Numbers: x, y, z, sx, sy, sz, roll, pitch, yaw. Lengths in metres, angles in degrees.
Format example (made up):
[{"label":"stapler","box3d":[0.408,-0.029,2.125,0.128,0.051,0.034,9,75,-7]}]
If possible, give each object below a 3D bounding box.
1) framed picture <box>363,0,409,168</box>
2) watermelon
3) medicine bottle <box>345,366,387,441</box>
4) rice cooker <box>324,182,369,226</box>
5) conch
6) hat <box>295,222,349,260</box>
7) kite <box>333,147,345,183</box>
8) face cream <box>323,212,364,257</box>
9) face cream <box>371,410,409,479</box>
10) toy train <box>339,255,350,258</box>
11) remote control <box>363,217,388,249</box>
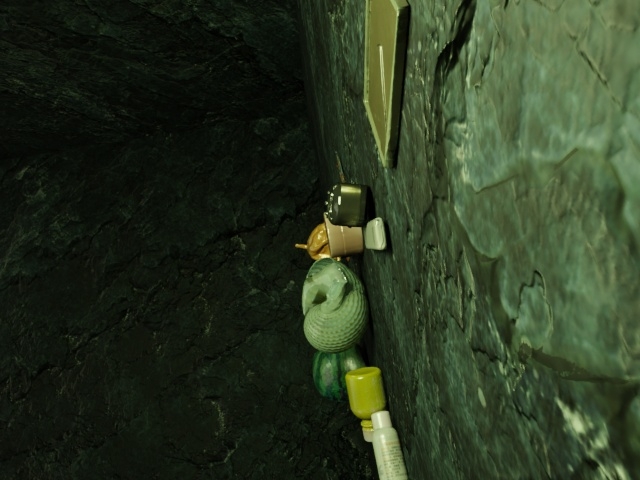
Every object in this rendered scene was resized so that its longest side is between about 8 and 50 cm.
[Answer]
[{"label":"framed picture","box3d":[0.090,-0.264,0.624,0.260,0.023,0.189,82,178,-53]},{"label":"watermelon","box3d":[0.080,0.560,1.859,0.319,0.292,0.222,-71,-31,-73]},{"label":"medicine bottle","box3d":[0.156,0.530,1.324,0.122,0.122,0.212,92,168,-84]},{"label":"rice cooker","box3d":[0.067,-0.086,0.997,0.165,0.106,0.112,-155,69,-79]},{"label":"conch","box3d":[0.062,0.216,1.405,0.319,0.215,0.303,-57,36,37]},{"label":"hat","box3d":[0.000,0.000,1.851,0.244,0.233,0.233,-104,5,-58]},{"label":"kite","box3d":[0.077,-0.254,1.529,0.160,0.010,0.183,-108,4,-57]},{"label":"face cream","box3d":[0.073,-0.024,1.302,0.149,0.104,0.149,170,90,-89]},{"label":"face cream","box3d":[0.198,0.623,1.151,0.082,0.082,0.269,83,178,-57]},{"label":"toy train","box3d":[0.080,-0.015,1.569,0.219,0.089,0.127,84,166,-61]},{"label":"remote control","box3d":[0.125,-0.013,0.935,0.261,0.029,0.067,36,-134,-89]}]
